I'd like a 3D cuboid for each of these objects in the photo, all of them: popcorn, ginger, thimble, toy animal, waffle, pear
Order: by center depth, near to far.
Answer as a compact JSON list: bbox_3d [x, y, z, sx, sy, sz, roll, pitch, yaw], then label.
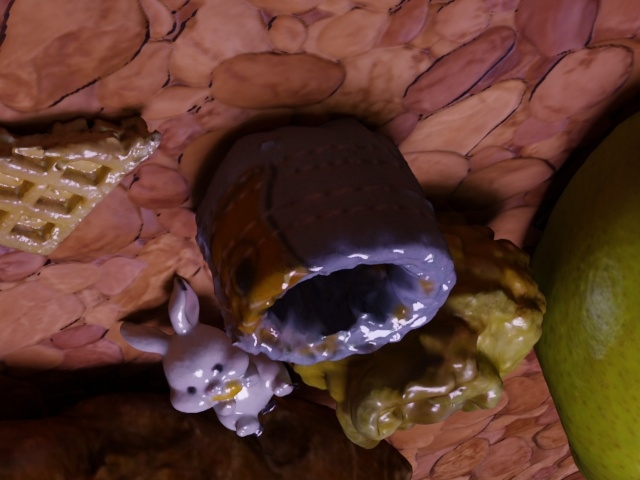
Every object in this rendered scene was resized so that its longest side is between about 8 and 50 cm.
[{"bbox_3d":[-0.197,-0.049,0.662,0.125,0.032,0.191,-38,147,27],"label":"waffle"},{"bbox_3d":[0.001,0.001,0.784,0.151,0.118,0.127,0,142,-32],"label":"thimble"},{"bbox_3d":[-0.079,0.092,0.896,0.071,0.085,0.124,-36,143,21],"label":"toy animal"},{"bbox_3d":[0.078,0.070,0.909,0.197,0.155,0.197,-27,155,-13],"label":"popcorn"},{"bbox_3d":[0.307,0.101,0.944,0.342,0.238,0.318,19,133,-23],"label":"pear"},{"bbox_3d":[-0.126,0.223,0.995,0.418,0.176,0.254,3,148,-32],"label":"ginger"}]

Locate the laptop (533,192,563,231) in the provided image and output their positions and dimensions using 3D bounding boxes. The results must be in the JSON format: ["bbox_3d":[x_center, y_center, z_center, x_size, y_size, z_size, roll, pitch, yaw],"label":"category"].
[{"bbox_3d":[0.273,-0.038,0.997,0.180,0.016,0.129,11,135,-42],"label":"laptop"}]
